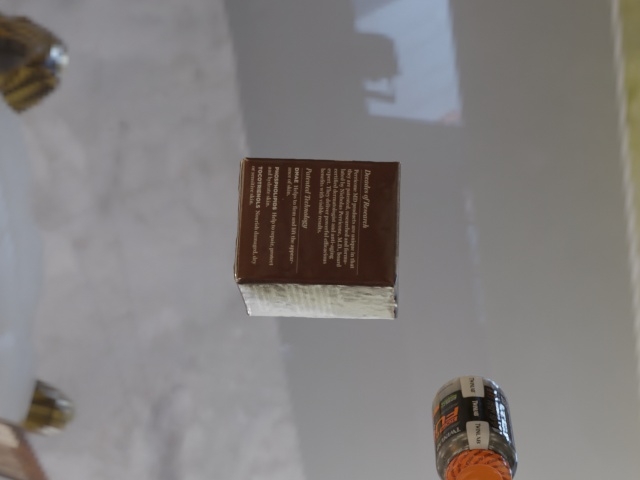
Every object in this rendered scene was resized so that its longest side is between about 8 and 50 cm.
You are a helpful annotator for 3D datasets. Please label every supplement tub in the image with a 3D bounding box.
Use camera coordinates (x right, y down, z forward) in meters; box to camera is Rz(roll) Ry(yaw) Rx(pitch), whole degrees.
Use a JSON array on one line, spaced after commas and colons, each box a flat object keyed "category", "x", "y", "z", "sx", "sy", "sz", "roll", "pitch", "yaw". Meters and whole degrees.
[{"category": "supplement tub", "x": 0.219, "y": 0.288, "z": 2.336, "sx": 0.190, "sy": 0.117, "sz": 0.117, "roll": -89, "pitch": -14, "yaw": -62}]

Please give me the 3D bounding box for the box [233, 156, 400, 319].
[{"category": "box", "x": 0.000, "y": 0.000, "z": 2.091, "sx": 0.168, "sy": 0.203, "sz": 0.167, "roll": 83, "pitch": -171, "yaw": -72}]
